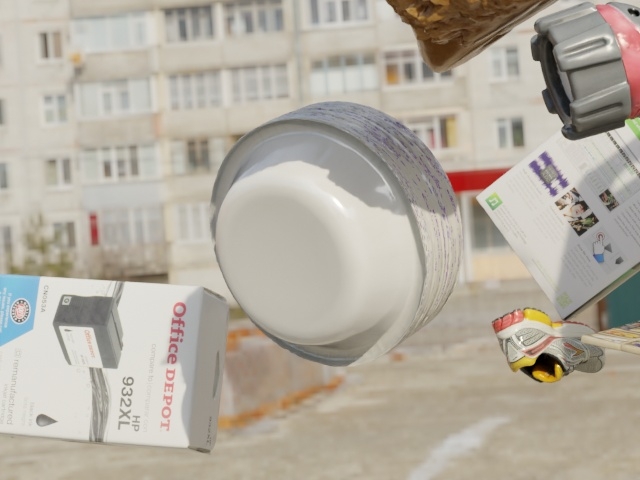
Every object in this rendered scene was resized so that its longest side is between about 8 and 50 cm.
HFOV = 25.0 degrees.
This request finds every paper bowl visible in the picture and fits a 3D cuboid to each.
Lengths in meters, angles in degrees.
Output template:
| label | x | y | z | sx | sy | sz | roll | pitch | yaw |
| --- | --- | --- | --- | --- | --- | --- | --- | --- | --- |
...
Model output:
| label | x | y | z | sx | sy | sz | roll | pitch | yaw |
| --- | --- | --- | --- | --- | --- | --- | --- | --- | --- |
| paper bowl | 0.000 | 0.000 | 1.569 | 0.284 | 0.284 | 0.148 | -4 | 16 | 36 |

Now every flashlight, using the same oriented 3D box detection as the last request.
| label | x | y | z | sx | sy | sz | roll | pitch | yaw |
| --- | --- | --- | --- | --- | --- | --- | --- | --- | --- |
| flashlight | 0.320 | -0.169 | 1.116 | 0.304 | 0.103 | 0.103 | -19 | 41 | -3 |

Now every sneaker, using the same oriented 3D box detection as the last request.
| label | x | y | z | sx | sy | sz | roll | pitch | yaw |
| --- | --- | --- | --- | --- | --- | --- | --- | --- | --- |
| sneaker | 0.328 | 0.166 | 2.052 | 0.225 | 0.093 | 0.088 | 15 | -35 | -41 |

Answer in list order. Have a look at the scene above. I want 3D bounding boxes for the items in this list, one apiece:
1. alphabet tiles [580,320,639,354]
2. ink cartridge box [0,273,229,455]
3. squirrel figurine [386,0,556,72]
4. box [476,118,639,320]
| label | x | y | z | sx | sy | sz | roll | pitch | yaw |
| --- | --- | --- | --- | --- | --- | --- | --- | --- | --- |
| alphabet tiles | 0.386 | 0.102 | 1.390 | 0.198 | 0.009 | 0.237 | 10 | 8 | 30 |
| ink cartridge box | -0.298 | 0.170 | 1.992 | 0.307 | 0.223 | 0.129 | 3 | -10 | 12 |
| squirrel figurine | 0.097 | -0.369 | 1.367 | 0.281 | 0.370 | 0.397 | -31 | 1 | 31 |
| box | 0.417 | -0.068 | 2.098 | 0.322 | 0.232 | 0.058 | -40 | -17 | 22 |
